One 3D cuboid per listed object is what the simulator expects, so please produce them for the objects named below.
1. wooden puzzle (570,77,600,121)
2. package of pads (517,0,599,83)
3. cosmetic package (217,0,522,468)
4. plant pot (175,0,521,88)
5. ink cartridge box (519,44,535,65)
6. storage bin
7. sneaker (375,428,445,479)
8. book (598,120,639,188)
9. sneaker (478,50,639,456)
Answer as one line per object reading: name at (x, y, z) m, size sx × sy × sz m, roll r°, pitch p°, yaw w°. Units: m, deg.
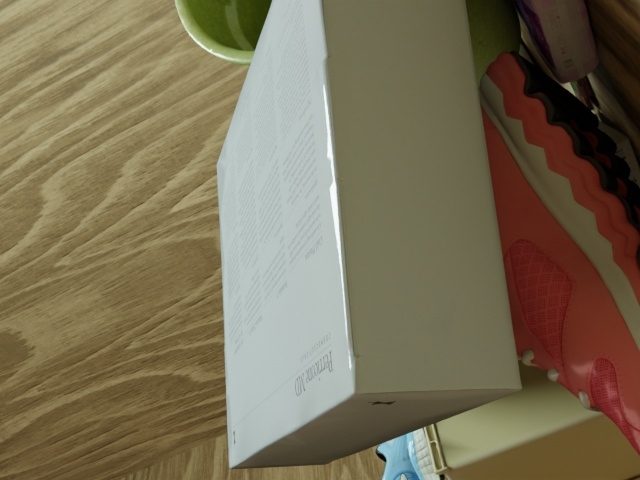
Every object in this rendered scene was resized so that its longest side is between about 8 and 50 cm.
wooden puzzle at (0.191, -0.123, 0.654) m, size 0.083 × 0.006 × 0.049 m, roll 62°, pitch -168°, yaw -14°
package of pads at (0.140, -0.140, 0.529) m, size 0.083 × 0.032 × 0.050 m, roll 52°, pitch -165°, yaw -45°
cosmetic package at (0.000, 0.000, 0.617) m, size 0.377 × 0.097 × 0.284 m, roll 128°, pitch 143°, yaw -66°
plant pot at (0.054, -0.228, 0.802) m, size 0.254 × 0.276 × 0.276 m, roll 30°, pitch -145°, yaw -50°
ink cartridge box at (0.126, -0.076, 0.967) m, size 0.166 × 0.285 × 0.395 m, roll 55°, pitch -165°, yaw -36°
storage bin at (0.240, 0.146, 0.948) m, size 0.123 × 0.262 × 0.260 m, roll 59°, pitch -167°, yaw -33°
sneaker at (0.095, 0.267, 0.888) m, size 0.162 × 0.073 × 0.063 m, roll -101°, pitch -14°, yaw -48°
book at (0.222, -0.021, 0.641) m, size 0.144 × 0.035 × 0.096 m, roll 61°, pitch -176°, yaw -20°
sneaker at (0.146, 0.037, 0.521) m, size 0.116 × 0.136 × 0.314 m, roll 19°, pitch -139°, yaw -43°
